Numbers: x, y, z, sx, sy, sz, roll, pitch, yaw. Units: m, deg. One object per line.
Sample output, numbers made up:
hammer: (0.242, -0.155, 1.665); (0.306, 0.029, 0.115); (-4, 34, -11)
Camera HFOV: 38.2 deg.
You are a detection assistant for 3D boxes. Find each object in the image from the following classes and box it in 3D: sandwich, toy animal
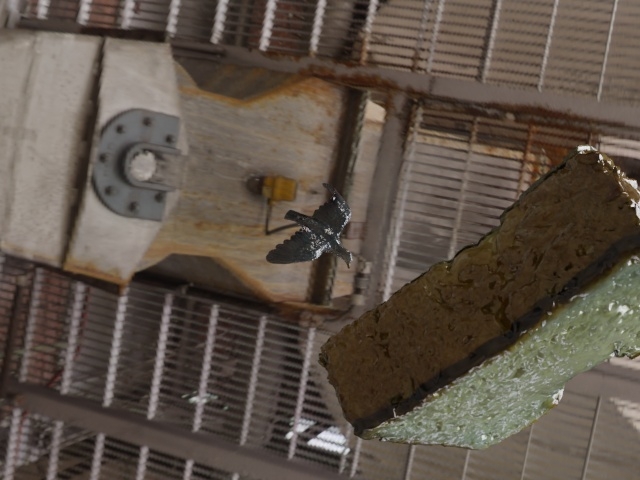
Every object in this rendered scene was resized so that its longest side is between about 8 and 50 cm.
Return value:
sandwich: (0.176, 0.067, 0.754); (0.273, 0.249, 0.095); (-39, -125, 20)
toy animal: (0.000, 0.000, 0.587); (0.028, 0.084, 0.050); (-21, -65, 42)
